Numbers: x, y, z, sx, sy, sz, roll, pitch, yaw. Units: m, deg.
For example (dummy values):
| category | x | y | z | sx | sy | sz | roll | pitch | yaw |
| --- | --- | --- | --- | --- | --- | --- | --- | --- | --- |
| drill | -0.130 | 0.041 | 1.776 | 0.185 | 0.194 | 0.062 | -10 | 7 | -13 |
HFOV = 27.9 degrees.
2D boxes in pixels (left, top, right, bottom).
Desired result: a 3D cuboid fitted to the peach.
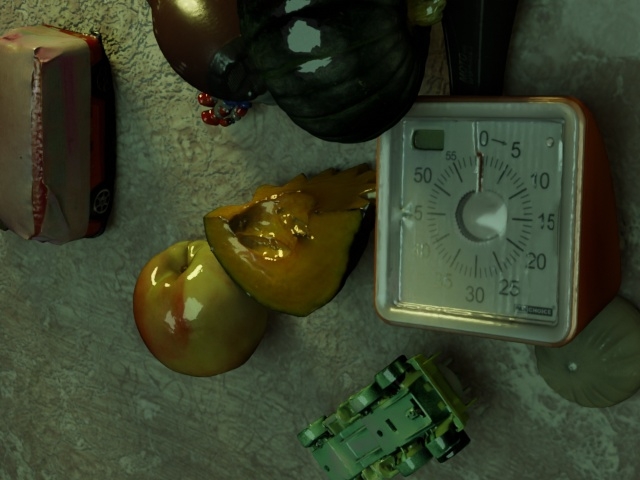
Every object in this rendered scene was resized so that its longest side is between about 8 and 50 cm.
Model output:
| category | x | y | z | sx | sy | sz | roll | pitch | yaw |
| --- | --- | --- | --- | --- | --- | --- | --- | --- | --- |
| peach | -0.153 | 0.091 | 1.673 | 0.184 | 0.184 | 0.184 | 11 | 112 | 29 |

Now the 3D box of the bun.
| category | x | y | z | sx | sy | sz | roll | pitch | yaw |
| --- | --- | --- | --- | --- | --- | --- | --- | --- | --- |
| bun | 0.299 | 0.128 | 1.448 | 0.138 | 0.094 | 0.138 | 8 | 107 | 29 |

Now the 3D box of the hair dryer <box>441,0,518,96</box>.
| category | x | y | z | sx | sy | sz | roll | pitch | yaw |
| --- | --- | --- | --- | --- | --- | --- | --- | --- | --- |
| hair dryer | 0.279 | -0.255 | 1.342 | 0.359 | 0.120 | 0.303 | 6 | 118 | 21 |

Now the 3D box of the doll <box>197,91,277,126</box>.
| category | x | y | z | sx | sy | sz | roll | pitch | yaw |
| --- | --- | --- | --- | --- | --- | --- | --- | --- | --- |
| doll | -0.083 | -0.206 | 1.595 | 0.195 | 0.062 | 0.104 | -30 | 46 | 41 |

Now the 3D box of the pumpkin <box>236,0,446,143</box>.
| category | x | y | z | sx | sy | sz | roll | pitch | yaw |
| --- | --- | --- | --- | --- | --- | --- | --- | --- | --- |
| pumpkin | 0.031 | -0.226 | 1.337 | 0.216 | 0.250 | 0.250 | -3 | 105 | 27 |

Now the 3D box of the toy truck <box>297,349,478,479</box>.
| category | x | y | z | sx | sy | sz | roll | pitch | yaw |
| --- | --- | --- | --- | --- | --- | --- | --- | --- | --- |
| toy truck | 0.095 | 0.226 | 1.591 | 0.128 | 0.135 | 0.259 | 53 | 132 | 6 |

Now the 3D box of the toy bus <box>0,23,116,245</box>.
| category | x | y | z | sx | sy | sz | roll | pitch | yaw |
| --- | --- | --- | --- | --- | --- | --- | --- | --- | --- |
| toy bus | -0.365 | -0.140 | 1.748 | 0.127 | 0.147 | 0.302 | 19 | 114 | 32 |

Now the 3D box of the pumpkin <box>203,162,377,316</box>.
| category | x | y | z | sx | sy | sz | roll | pitch | yaw |
| --- | --- | --- | --- | --- | --- | --- | --- | --- | --- |
| pumpkin | 0.000 | 0.000 | 1.576 | 0.254 | 0.130 | 0.149 | -5 | 110 | 36 |

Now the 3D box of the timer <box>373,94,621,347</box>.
| category | x | y | z | sx | sy | sz | roll | pitch | yaw |
| --- | --- | --- | --- | --- | --- | --- | --- | --- | --- |
| timer | 0.188 | -0.037 | 1.399 | 0.257 | 0.161 | 0.250 | 5 | 111 | 39 |

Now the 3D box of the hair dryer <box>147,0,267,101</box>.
| category | x | y | z | sx | sy | sz | roll | pitch | yaw |
| --- | --- | --- | --- | --- | --- | --- | --- | --- | --- |
| hair dryer | -0.076 | -0.353 | 1.516 | 0.340 | 0.123 | 0.312 | -44 | 52 | 14 |

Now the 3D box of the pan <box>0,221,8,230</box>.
| category | x | y | z | sx | sy | sz | roll | pitch | yaw |
| --- | --- | --- | --- | --- | --- | --- | --- | --- | --- |
| pan | -0.453 | -0.119 | 1.858 | 0.128 | 0.048 | 0.202 | 17 | 111 | 41 |
